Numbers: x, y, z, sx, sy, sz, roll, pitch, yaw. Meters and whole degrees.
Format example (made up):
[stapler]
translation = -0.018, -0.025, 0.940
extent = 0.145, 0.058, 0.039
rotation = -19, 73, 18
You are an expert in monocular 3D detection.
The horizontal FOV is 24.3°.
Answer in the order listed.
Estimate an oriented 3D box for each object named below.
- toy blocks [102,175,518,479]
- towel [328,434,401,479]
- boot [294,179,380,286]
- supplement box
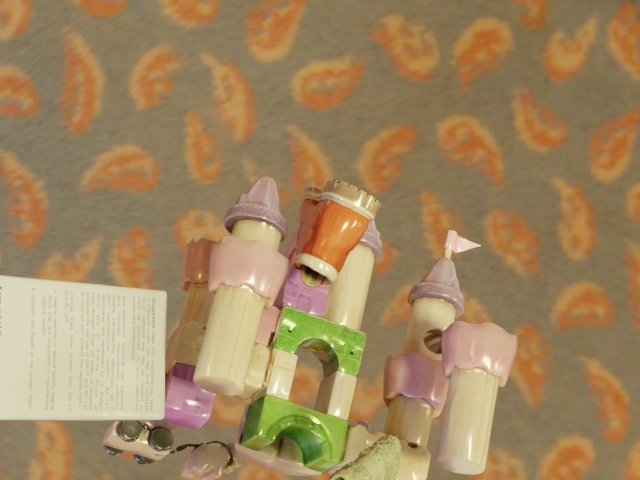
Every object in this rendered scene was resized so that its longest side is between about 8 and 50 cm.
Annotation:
[toy blocks]
translation = -0.007, 0.077, 1.356
extent = 0.288, 0.309, 0.260
rotation = 20, 63, -16
[towel]
translation = 0.020, 0.223, 1.108
extent = 0.027, 0.110, 0.148
rotation = 21, 110, 21
[boot]
translation = 0.000, 0.000, 1.267
extent = 0.059, 0.158, 0.085
rotation = 26, 82, -5
[supplement box]
translation = -0.238, 0.088, 1.181
extent = 0.220, 0.111, 0.114
rotation = 6, 80, -48
